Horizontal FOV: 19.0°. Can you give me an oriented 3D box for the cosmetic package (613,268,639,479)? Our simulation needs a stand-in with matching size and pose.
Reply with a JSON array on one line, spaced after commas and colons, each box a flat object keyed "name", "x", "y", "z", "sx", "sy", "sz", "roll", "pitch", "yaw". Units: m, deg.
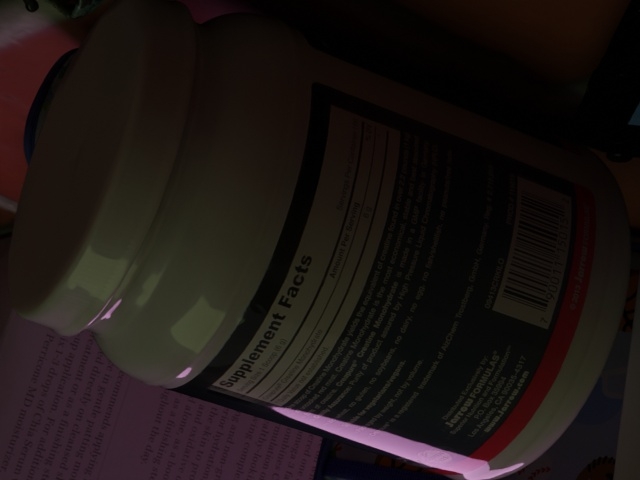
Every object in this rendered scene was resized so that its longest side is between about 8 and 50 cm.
[{"name": "cosmetic package", "x": 0.272, "y": 0.099, "z": 0.953, "sx": 0.225, "sy": 0.224, "sz": 0.138, "roll": 18, "pitch": 164, "yaw": -33}]

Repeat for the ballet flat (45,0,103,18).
[{"name": "ballet flat", "x": -0.171, "y": -0.157, "z": 0.842, "sx": 0.188, "sy": 0.070, "sz": 0.070, "roll": 26, "pitch": 161, "yaw": -11}]

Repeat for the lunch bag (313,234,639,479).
[{"name": "lunch bag", "x": 0.154, "y": 0.119, "z": 1.132, "sx": 0.303, "sy": 0.243, "sz": 0.115, "roll": 8, "pitch": 161, "yaw": 28}]

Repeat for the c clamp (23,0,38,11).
[{"name": "c clamp", "x": -0.108, "y": -0.149, "z": 0.918, "sx": 0.161, "sy": 0.022, "sz": 0.137, "roll": 8, "pitch": 156, "yaw": 29}]

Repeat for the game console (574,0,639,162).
[{"name": "game console", "x": 0.196, "y": -0.093, "z": 0.772, "sx": 0.213, "sy": 0.044, "sz": 0.361, "roll": 16, "pitch": 163, "yaw": 2}]

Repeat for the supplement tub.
[{"name": "supplement tub", "x": 0.000, "y": 0.000, "z": 0.968, "sx": 0.272, "sy": 0.191, "sz": 0.191, "roll": 20, "pitch": 163, "yaw": -22}]

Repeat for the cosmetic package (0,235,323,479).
[{"name": "cosmetic package", "x": -0.112, "y": 0.185, "z": 1.607, "sx": 0.453, "sy": 0.230, "sz": 0.161, "roll": 27, "pitch": 160, "yaw": -29}]

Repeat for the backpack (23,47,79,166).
[{"name": "backpack", "x": -0.112, "y": -0.053, "z": 1.072, "sx": 0.084, "sy": 0.105, "sz": 0.114, "roll": 0, "pitch": 152, "yaw": 39}]
